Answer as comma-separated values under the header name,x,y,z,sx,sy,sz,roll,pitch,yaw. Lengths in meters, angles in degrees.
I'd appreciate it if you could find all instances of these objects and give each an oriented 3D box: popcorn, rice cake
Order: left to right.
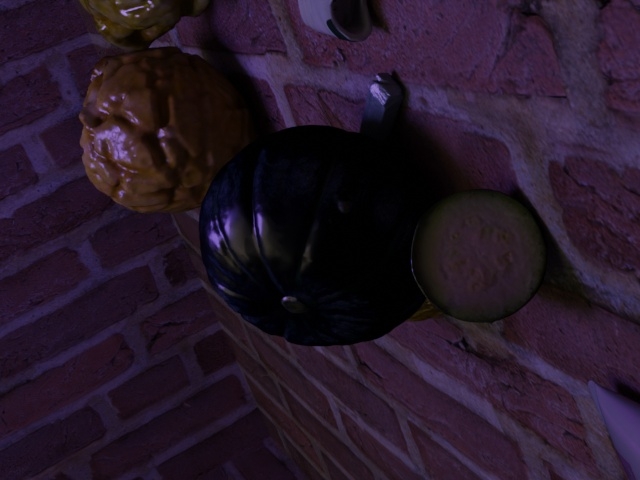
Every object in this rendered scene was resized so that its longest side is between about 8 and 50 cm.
name,x,y,z,sx,sy,sz,roll,pitch,yaw
popcorn,-0.353,-0.516,1.721,0.334,0.293,0.292,-172,89,-69
popcorn,-0.307,-0.229,1.942,0.390,0.354,0.344,-83,-5,-83
rice cake,0.082,-0.168,1.409,0.045,0.042,0.245,52,161,17

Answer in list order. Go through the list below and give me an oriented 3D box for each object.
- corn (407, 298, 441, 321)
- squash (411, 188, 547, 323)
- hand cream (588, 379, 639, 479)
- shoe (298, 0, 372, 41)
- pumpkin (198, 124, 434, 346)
name,x,y,z,sx,sy,sz,roll,pitch,yaw
corn,0.169,0.097,1.535,0.067,0.067,0.206,60,166,5
squash,0.194,0.024,1.199,0.170,0.170,0.123,60,175,6
hand cream,0.417,0.276,1.030,0.185,0.118,0.358,62,170,-12
shoe,0.013,-0.374,1.217,0.110,0.095,0.265,41,160,37
pumpkin,0.000,0.000,1.405,0.363,0.363,0.266,83,-164,-50
